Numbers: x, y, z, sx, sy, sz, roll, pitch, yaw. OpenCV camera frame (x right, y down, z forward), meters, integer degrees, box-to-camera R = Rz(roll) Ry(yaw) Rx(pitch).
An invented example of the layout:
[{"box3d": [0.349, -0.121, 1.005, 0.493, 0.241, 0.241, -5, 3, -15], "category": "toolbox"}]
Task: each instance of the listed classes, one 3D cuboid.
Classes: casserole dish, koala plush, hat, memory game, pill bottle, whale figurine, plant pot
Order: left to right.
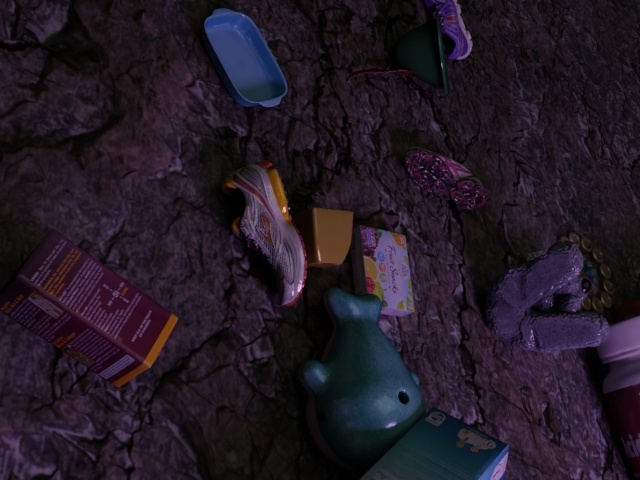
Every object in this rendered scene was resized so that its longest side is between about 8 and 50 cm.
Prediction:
[{"box3d": [-0.131, -0.298, 1.348, 0.114, 0.037, 0.188, -24, 83, -42], "category": "casserole dish"}, {"box3d": [0.000, 0.000, 1.271, 0.081, 0.081, 0.083, 4, 76, -36], "category": "plant pot"}, {"box3d": [0.072, 0.194, 1.181, 0.216, 0.141, 0.272, 13, 63, -32], "category": "whale figurine"}, {"box3d": [0.155, -0.364, 1.613, 0.208, 0.183, 0.173, 49, 35, -70], "category": "hat"}, {"box3d": [0.423, 0.102, 1.506, 0.221, 0.203, 0.196, -20, 90, -63], "category": "koala plush"}, {"box3d": [0.561, 0.067, 1.714, 0.186, 0.012, 0.186, 18, 58, -31], "category": "memory game"}, {"box3d": [0.670, 0.332, 1.521, 0.224, 0.224, 0.392, -3, 70, -39], "category": "pill bottle"}]

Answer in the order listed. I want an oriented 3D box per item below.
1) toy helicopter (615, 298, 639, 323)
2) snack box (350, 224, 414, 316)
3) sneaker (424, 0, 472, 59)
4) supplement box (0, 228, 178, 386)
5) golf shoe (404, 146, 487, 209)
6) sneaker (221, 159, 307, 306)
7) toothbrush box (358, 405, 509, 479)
[{"box3d": [0.786, 0.238, 1.651, 0.140, 0.235, 0.355, -11, 75, -41], "category": "toy helicopter"}, {"box3d": [0.102, 0.051, 1.349, 0.100, 0.037, 0.141, 13, 61, -34], "category": "snack box"}, {"box3d": [0.264, -0.464, 1.720, 0.071, 0.068, 0.170, -21, 82, -36], "category": "sneaker"}, {"box3d": [-0.285, 0.086, 0.986, 0.188, 0.104, 0.081, 39, 49, -16], "category": "supplement box"}, {"box3d": [0.229, -0.125, 1.530, 0.186, 0.067, 0.086, 29, 26, -23], "category": "golf shoe"}, {"box3d": [-0.086, -0.005, 1.215, 0.092, 0.088, 0.225, -16, 77, -21], "category": "sneaker"}, {"box3d": [0.112, 0.396, 1.049, 0.295, 0.126, 0.216, -33, 135, -43], "category": "toothbrush box"}]
